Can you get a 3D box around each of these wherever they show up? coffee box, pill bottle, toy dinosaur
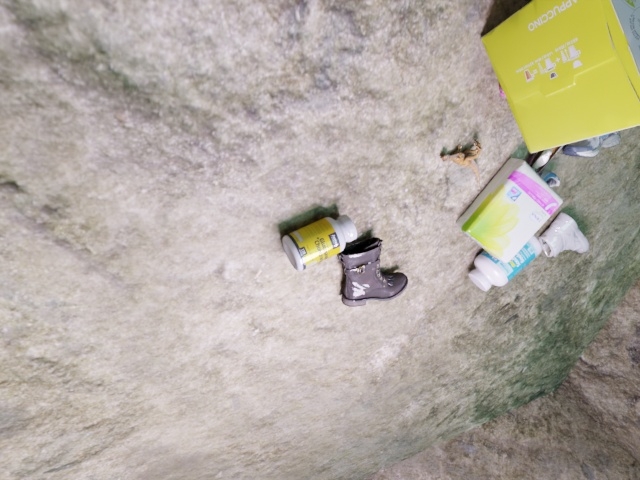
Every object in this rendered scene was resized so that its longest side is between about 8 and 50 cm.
[{"bbox_3d":[0.658,-0.446,0.963,0.335,0.338,0.337,-28,97,-13],"label":"coffee box"},{"bbox_3d":[0.697,0.074,1.596,0.264,0.146,0.146,-42,135,-1],"label":"pill bottle"},{"bbox_3d":[0.446,-0.245,1.266,0.212,0.064,0.112,16,130,-31],"label":"toy dinosaur"},{"bbox_3d":[0.000,0.000,1.104,0.184,0.103,0.103,-25,132,-16],"label":"pill bottle"}]

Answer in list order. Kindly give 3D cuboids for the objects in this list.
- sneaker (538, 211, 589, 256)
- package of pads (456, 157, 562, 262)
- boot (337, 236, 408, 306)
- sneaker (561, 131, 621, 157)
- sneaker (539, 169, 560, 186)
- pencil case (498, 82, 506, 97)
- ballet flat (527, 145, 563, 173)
[{"bbox_3d":[1.057,0.013,1.831,0.293,0.108,0.169,35,101,-34],"label":"sneaker"},{"bbox_3d":[0.642,-0.095,1.421,0.229,0.101,0.296,35,101,-21],"label":"package of pads"},{"bbox_3d":[0.171,0.087,1.292,0.263,0.091,0.228,-16,130,-21],"label":"boot"},{"bbox_3d":[0.964,-0.381,1.490,0.283,0.110,0.122,-25,120,-25],"label":"sneaker"},{"bbox_3d":[0.752,-0.171,1.497,0.237,0.086,0.085,-35,136,-5],"label":"sneaker"},{"bbox_3d":[0.592,-0.417,1.208,0.210,0.095,0.098,23,133,-40],"label":"pencil case"},{"bbox_3d":[0.772,-0.311,1.404,0.221,0.077,0.079,-64,173,24],"label":"ballet flat"}]
